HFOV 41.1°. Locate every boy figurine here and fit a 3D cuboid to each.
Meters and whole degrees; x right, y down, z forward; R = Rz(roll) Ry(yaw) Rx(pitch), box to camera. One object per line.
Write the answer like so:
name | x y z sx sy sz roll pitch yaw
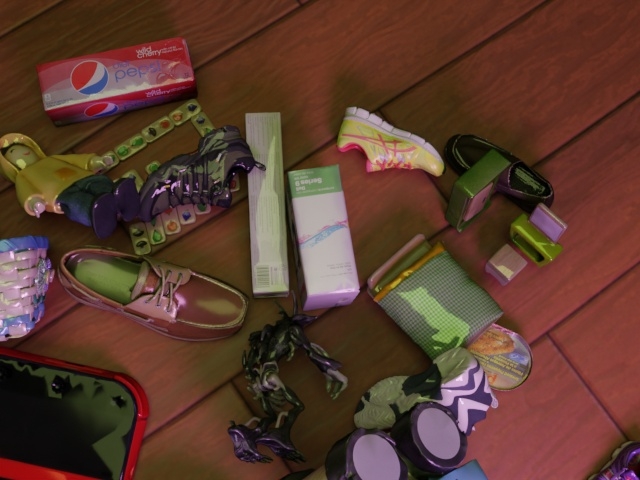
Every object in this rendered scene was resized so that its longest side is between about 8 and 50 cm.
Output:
boy figurine | -0.428 -0.103 1.422 0.285 0.092 0.177 26 47 28

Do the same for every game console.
game console | -0.493 0.352 1.368 0.386 0.060 0.342 12 82 0

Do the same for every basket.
basket | -0.534 0.012 1.346 0.201 0.255 0.289 -16 96 -12

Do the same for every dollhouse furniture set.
dollhouse furniture set | 0.243 0.034 1.413 0.301 0.151 0.197 -41 74 -17

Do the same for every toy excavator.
toy excavator | 0.195 0.478 1.269 0.433 0.222 0.445 -10 66 -44

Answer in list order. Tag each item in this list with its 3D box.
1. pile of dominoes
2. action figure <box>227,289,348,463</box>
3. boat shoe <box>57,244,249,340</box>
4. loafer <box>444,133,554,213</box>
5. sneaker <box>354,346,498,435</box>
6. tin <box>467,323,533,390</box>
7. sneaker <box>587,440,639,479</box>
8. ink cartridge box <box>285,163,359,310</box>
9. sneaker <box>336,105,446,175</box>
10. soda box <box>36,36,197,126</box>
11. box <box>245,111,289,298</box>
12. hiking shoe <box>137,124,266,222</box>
pile of dominoes | -0.272 -0.115 1.496 0.251 0.040 0.196 -35 81 -10
action figure | -0.056 0.223 1.368 0.141 0.164 0.276 43 44 -32
boat shoe | -0.281 0.085 1.406 0.324 0.120 0.123 13 76 -1
loafer | 0.326 -0.130 1.519 0.220 0.078 0.080 29 76 3
sneaker | 0.184 0.282 1.405 0.235 0.094 0.153 -34 118 15
tin | 0.269 0.189 1.462 0.189 0.040 0.106 25 72 3
sneaker | 0.489 0.399 1.408 0.068 0.071 0.170 38 78 5
ink cartridge box | 0.000 0.000 1.427 0.093 0.154 0.212 -9 78 -6
sneaker | 0.122 -0.154 1.519 0.208 0.081 0.094 27 83 9
soda box | -0.355 -0.280 1.508 0.263 0.083 0.092 -14 78 -6
box | -0.093 -0.061 1.483 0.067 0.063 0.324 -3 77 -5
hiking shoe | -0.205 -0.091 1.431 0.227 0.086 0.114 -39 78 -2
